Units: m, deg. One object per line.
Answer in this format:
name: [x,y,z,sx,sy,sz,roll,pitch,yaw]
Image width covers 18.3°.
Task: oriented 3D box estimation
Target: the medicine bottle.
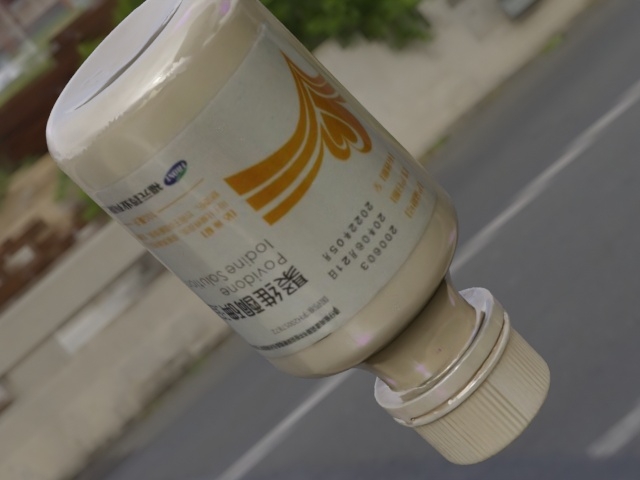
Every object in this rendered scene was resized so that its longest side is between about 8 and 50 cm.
medicine bottle: [0.000,0.000,0.893,0.114,0.252,0.114,-39,21,18]
